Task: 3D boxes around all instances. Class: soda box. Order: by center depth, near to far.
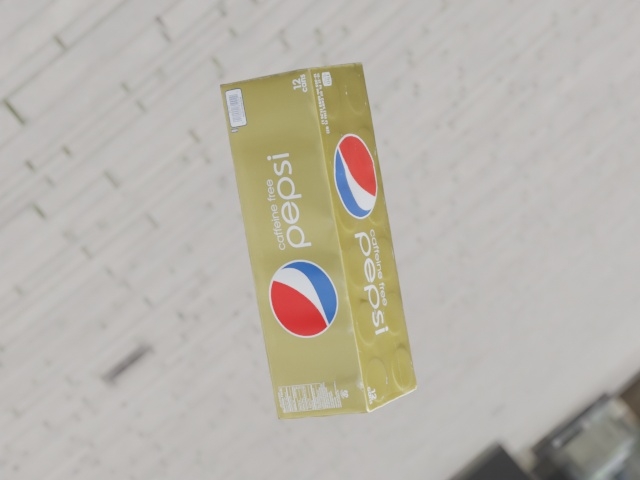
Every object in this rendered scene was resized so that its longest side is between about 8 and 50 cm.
[{"bbox_3d":[0.000,0.000,0.966,0.058,0.181,0.061,-7,-176,30],"label":"soda box"}]
